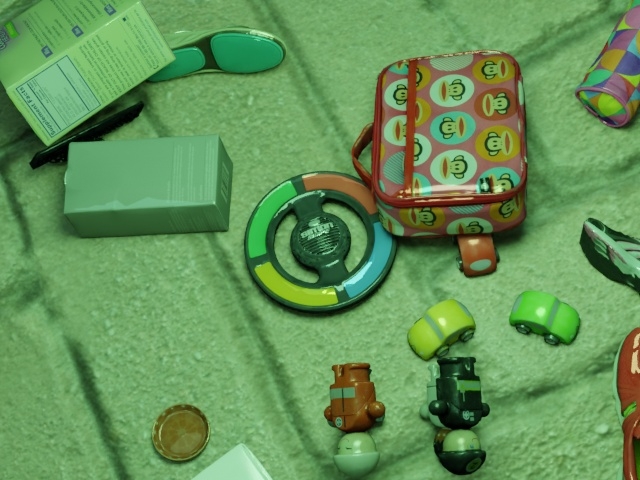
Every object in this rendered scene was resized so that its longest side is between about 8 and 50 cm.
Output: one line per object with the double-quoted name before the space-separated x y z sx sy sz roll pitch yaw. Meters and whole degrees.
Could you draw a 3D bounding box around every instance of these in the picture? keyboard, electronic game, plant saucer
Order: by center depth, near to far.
"plant saucer" -0.196 0.272 1.761 0.083 0.013 0.083 -3 65 5
"electronic game" 0.000 0.000 1.842 0.229 0.048 0.229 -3 65 7
"keyboard" -0.359 -0.153 1.940 0.192 0.100 0.038 -29 92 -20

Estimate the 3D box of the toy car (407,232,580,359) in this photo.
"toy car" 0.259 0.081 1.767 0.225 0.053 0.239 19 69 16

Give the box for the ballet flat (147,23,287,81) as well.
"ballet flat" -0.174 -0.312 1.999 0.248 0.086 0.086 -4 65 7

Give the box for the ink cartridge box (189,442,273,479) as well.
"ink cartridge box" -0.121 0.401 1.529 0.226 0.306 0.131 -36 65 -10

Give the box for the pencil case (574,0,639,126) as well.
"pencil case" 0.477 -0.286 1.889 0.104 0.104 0.236 28 70 18

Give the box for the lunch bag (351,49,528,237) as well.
"lunch bag" 0.174 -0.142 1.833 0.258 0.120 0.293 -4 53 10

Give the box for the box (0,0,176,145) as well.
"box" -0.382 -0.295 1.940 0.243 0.117 0.213 -35 38 -6

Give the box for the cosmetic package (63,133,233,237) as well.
"cosmetic package" -0.261 -0.081 1.887 0.238 0.107 0.127 -2 65 9

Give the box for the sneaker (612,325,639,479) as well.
"sneaker" 0.444 0.236 1.635 0.107 0.118 0.279 1 65 7

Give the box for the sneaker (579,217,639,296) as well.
"sneaker" 0.451 0.025 1.771 0.178 0.072 0.077 41 64 14

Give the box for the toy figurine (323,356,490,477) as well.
"toy figurine" 0.111 0.235 1.633 0.213 0.209 0.148 -3 81 -1
